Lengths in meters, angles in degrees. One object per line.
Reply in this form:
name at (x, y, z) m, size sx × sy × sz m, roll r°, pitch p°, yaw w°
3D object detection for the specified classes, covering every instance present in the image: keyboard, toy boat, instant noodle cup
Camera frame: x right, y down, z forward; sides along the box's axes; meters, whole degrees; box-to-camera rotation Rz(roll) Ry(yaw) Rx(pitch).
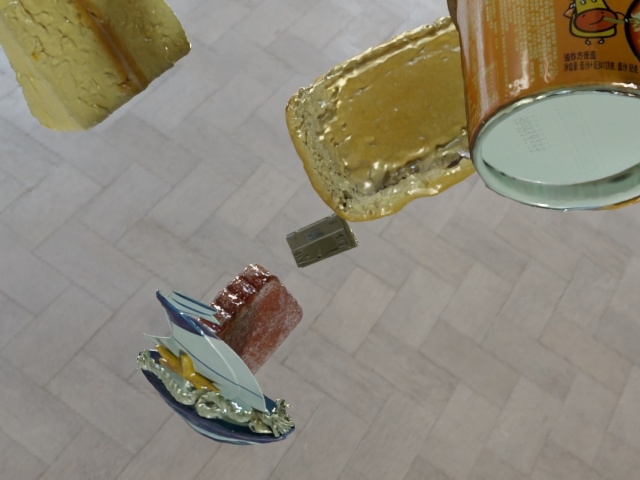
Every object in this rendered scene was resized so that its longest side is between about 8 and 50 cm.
keyboard at (0.000, 0.000, 1.135) m, size 0.015 × 0.129 × 0.049 m, roll -22°, pitch 89°, yaw -35°
toy boat at (-0.127, 0.132, 1.017) m, size 0.221 × 0.291 × 0.067 m, roll 24°, pitch 54°, yaw 18°
instant noodle cup at (0.203, -0.135, 0.704) m, size 0.216 × 0.215 × 0.172 m, roll 13°, pitch 62°, yaw -11°

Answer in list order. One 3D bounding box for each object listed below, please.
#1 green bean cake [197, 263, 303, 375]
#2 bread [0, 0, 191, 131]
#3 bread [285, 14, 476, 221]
green bean cake at (-0.097, 0.108, 1.188) m, size 0.056 × 0.135 × 0.135 m, roll 32°, pitch 76°, yaw 32°
bread at (-0.387, -0.336, 1.449) m, size 0.263 × 0.198 × 0.236 m, roll -45°, pitch 118°, yaw -27°
bread at (0.091, -0.131, 0.945) m, size 0.246 × 0.121 × 0.174 m, roll -28°, pitch 78°, yaw -3°
